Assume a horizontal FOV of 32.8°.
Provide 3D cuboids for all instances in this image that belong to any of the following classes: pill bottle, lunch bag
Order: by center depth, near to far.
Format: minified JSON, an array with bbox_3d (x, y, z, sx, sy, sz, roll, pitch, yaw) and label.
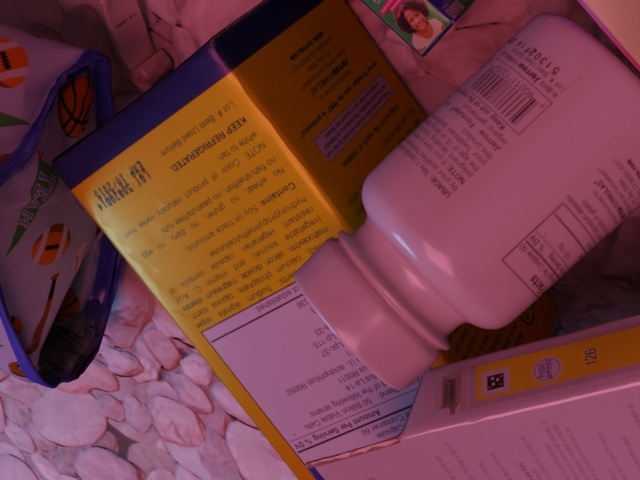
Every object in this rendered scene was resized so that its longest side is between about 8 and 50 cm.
[{"bbox_3d":[0.100,-0.019,0.681,0.229,0.131,0.131,-43,96,6],"label":"pill bottle"},{"bbox_3d":[-0.357,-0.041,0.988,0.328,0.239,0.385,22,145,10],"label":"lunch bag"}]

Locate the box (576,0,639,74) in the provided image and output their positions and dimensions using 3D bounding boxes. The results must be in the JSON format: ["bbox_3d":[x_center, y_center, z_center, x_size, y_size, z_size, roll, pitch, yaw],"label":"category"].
[{"bbox_3d":[0.220,-0.239,0.611,0.243,0.117,0.213,-42,104,19],"label":"box"}]

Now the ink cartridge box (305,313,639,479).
[{"bbox_3d":[0.196,0.185,0.760,0.307,0.072,0.303,-16,129,25],"label":"ink cartridge box"}]

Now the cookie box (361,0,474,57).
[{"bbox_3d":[0.059,-0.195,0.791,0.107,0.092,0.040,42,125,-3],"label":"cookie box"}]

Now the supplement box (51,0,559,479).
[{"bbox_3d":[0.000,0.000,0.872,0.194,0.195,0.356,-28,103,36],"label":"supplement box"}]

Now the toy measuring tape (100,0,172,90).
[{"bbox_3d":[-0.145,-0.264,0.841,0.121,0.121,0.330,3,129,24],"label":"toy measuring tape"}]
